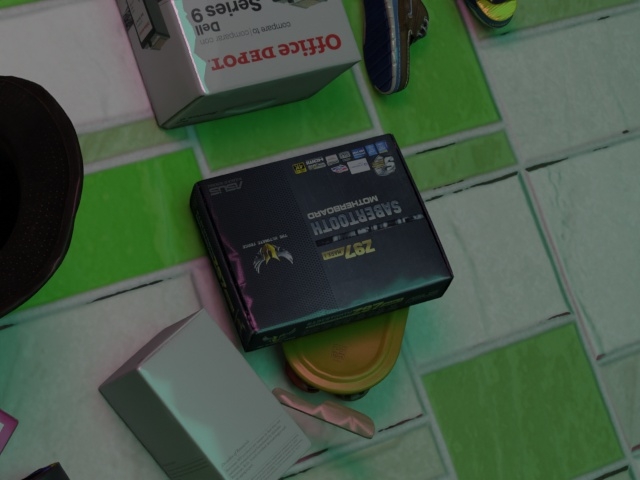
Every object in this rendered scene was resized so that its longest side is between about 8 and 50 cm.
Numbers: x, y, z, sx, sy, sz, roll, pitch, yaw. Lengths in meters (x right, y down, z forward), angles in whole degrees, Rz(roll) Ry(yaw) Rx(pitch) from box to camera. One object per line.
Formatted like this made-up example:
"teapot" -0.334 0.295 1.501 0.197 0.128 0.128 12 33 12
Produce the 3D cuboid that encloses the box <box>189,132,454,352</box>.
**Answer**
"box" 0.000 0.000 1.989 0.233 0.059 0.183 -15 69 -17

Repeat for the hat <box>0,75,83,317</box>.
"hat" -0.343 -0.005 1.777 0.134 0.331 0.331 52 48 -53

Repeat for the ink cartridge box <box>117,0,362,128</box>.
"ink cartridge box" -0.106 -0.287 2.030 0.211 0.121 0.289 -16 84 -31

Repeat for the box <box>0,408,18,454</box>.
"box" -0.414 0.170 1.656 0.213 0.243 0.117 35 62 -15

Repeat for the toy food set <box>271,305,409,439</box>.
"toy food set" 0.020 0.108 2.021 0.128 0.071 0.218 15 65 2

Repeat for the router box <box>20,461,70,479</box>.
"router box" -0.271 0.401 1.760 0.243 0.081 0.309 -33 93 -32

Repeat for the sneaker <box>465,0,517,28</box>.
"sneaker" 0.181 -0.308 2.237 0.053 0.059 0.144 -29 73 -1

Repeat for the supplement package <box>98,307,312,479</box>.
"supplement package" -0.116 0.176 1.898 0.105 0.105 0.179 -42 98 -31

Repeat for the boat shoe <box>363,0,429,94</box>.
"boat shoe" 0.089 -0.253 2.159 0.066 0.066 0.183 4 73 -29
